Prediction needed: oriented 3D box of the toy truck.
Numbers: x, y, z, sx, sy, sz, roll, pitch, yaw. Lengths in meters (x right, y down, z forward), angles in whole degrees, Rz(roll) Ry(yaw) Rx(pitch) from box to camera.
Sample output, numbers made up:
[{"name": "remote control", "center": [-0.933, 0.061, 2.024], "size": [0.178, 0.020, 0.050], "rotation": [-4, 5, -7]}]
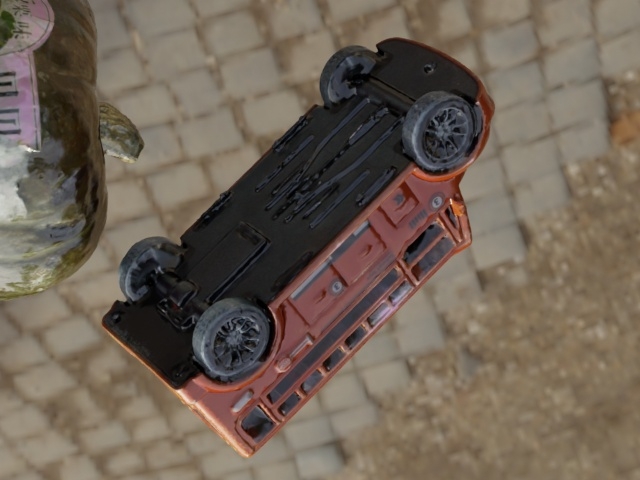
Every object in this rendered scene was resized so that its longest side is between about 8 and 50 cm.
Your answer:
[{"name": "toy truck", "center": [0.000, 0.000, 1.110], "size": [0.253, 0.107, 0.114], "rotation": [-44, 129, -9]}]

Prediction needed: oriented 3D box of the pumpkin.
[{"name": "pumpkin", "center": [-0.222, -0.082, 1.383], "size": [0.189, 0.260, 0.260], "rotation": [2, 138, -10]}]
